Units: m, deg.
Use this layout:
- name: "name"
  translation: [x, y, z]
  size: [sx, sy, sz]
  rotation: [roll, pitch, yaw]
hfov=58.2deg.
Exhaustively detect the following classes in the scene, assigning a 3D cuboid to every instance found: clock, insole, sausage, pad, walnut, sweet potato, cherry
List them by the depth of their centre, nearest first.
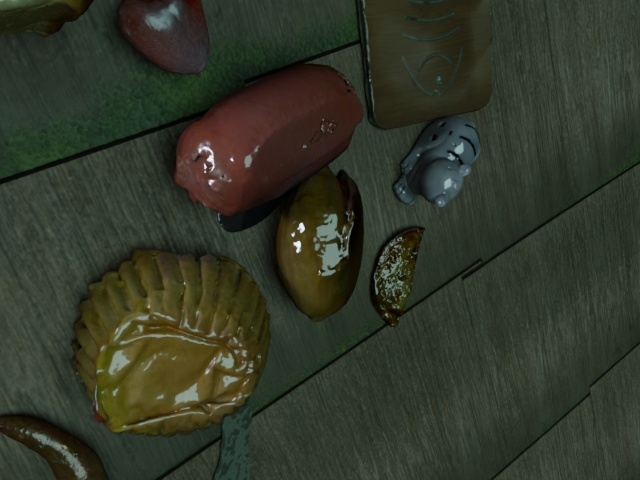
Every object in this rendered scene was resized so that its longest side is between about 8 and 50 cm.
- name: "cherry"
  translation: [-0.191, -0.263, 0.698]
  size: [0.106, 0.087, 0.126]
  rotation: [-32, 135, -30]
- name: "sweet potato"
  translation: [-0.324, 0.313, 0.762]
  size: [0.078, 0.058, 0.255]
  rotation: [-26, 111, -3]
- name: "sausage"
  translation: [-0.064, -0.139, 0.769]
  size: [0.280, 0.152, 0.152]
  rotation: [-36, 118, -27]
- name: "walnut"
  translation: [0.000, 0.000, 0.856]
  size: [0.137, 0.137, 0.245]
  rotation: [-2, 101, -32]
- name: "insole"
  translation: [-0.062, -0.096, 0.867]
  size: [0.232, 0.003, 0.080]
  rotation: [-40, 119, -19]
- name: "insole"
  translation: [-0.140, 0.351, 0.917]
  size: [0.065, 0.006, 0.193]
  rotation: [1, 100, -32]
- name: "pad"
  translation: [0.185, -0.344, 0.960]
  size: [0.287, 0.018, 0.284]
  rotation: [-17, 110, -29]
- name: "clock"
  translation: [0.213, -0.133, 0.967]
  size: [0.080, 0.117, 0.176]
  rotation: [42, 77, -33]

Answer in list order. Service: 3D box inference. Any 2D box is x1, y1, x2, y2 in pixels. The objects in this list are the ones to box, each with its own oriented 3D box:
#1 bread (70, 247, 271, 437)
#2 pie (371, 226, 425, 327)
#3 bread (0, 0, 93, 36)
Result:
- name: "bread"
  translation: [-0.182, 0.145, 0.761]
  size: [0.274, 0.149, 0.274]
  rotation: [-9, 109, -25]
- name: "pie"
  translation: [0.131, 0.062, 1.011]
  size: [0.088, 0.033, 0.191]
  rotation: [13, 94, -30]
- name: "bread"
  translation: [-0.293, -0.339, 0.473]
  size: [0.143, 0.333, 0.323]
  rotation: [-16, 113, -26]
